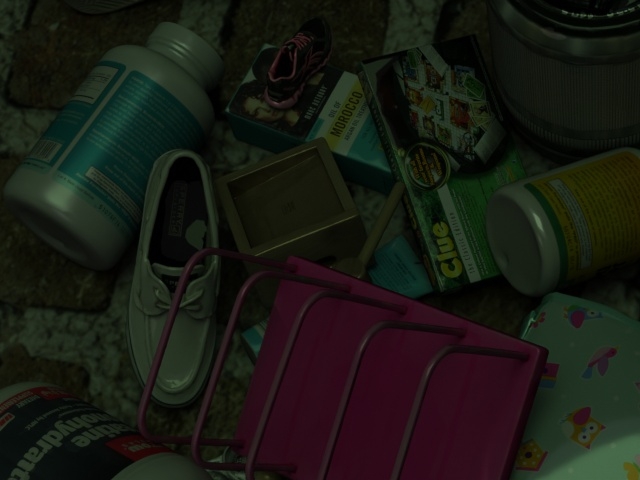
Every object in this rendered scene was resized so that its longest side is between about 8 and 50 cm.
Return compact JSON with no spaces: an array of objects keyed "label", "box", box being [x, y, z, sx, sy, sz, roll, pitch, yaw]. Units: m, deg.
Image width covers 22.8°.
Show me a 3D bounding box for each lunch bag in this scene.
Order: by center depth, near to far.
[{"label":"lunch bag","box":[0.270,0.193,1.472,0.262,0.160,0.223,28,72,16]}]

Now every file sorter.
[{"label":"file sorter","box":[0.010,0.141,1.403,0.291,0.182,0.202,20,95,36]}]

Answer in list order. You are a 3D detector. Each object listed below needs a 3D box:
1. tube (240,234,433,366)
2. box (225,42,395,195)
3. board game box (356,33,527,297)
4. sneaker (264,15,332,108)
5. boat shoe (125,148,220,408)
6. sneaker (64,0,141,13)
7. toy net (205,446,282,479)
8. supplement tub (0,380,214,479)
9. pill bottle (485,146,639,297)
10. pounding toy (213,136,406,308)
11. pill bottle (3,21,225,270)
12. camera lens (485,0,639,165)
[{"label":"tube","box":[0.018,0.069,1.642,0.207,0.052,0.080,-29,62,-11]},{"label":"box","box":[0.027,-0.127,1.730,0.244,0.060,0.100,21,68,19]},{"label":"board game box","box":[0.140,-0.080,1.647,0.136,0.030,0.259,-14,77,-18]},{"label":"sneaker","box":[-0.024,-0.200,1.709,0.047,0.057,0.119,19,65,20]},{"label":"boat shoe","box":[-0.144,0.039,1.612,0.096,0.088,0.267,7,87,-7]},{"label":"sneaker","box":[-0.149,-0.380,1.849,0.350,0.131,0.148,-10,66,5]},{"label":"toy net","box":[-0.017,0.221,1.569,0.232,0.045,0.122,2,64,11]},{"label":"supplement tub","box":[-0.212,0.262,1.473,0.272,0.191,0.191,23,69,33]},{"label":"pill bottle","box":[0.281,-0.026,1.587,0.208,0.117,0.117,-18,60,-20]},{"label":"pounding toy","box":[0.010,0.000,1.630,0.181,0.094,0.206,-22,47,-1]},{"label":"pill bottle","box":[-0.212,-0.109,1.714,0.146,0.146,0.264,28,71,21]},{"label":"camera lens","box":[0.281,-0.222,1.613,0.219,0.274,0.219,-4,62,8]}]
